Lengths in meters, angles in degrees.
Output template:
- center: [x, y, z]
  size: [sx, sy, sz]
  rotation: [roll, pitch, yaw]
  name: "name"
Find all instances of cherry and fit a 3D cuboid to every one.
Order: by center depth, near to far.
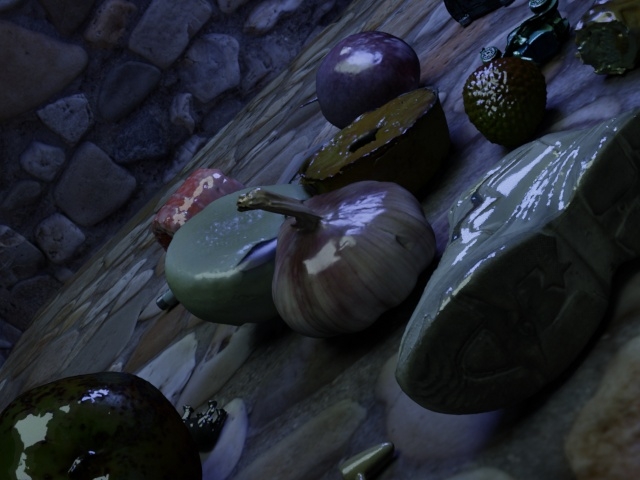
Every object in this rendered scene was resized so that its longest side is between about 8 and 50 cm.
- center: [0.094, -0.323, 1.427]
  size: [0.266, 0.183, 0.213]
  rotation: [8, 64, 48]
  name: "cherry"

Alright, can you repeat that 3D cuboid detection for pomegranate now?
- center: [-0.297, 0.329, 0.931]
  size: [0.285, 0.284, 0.341]
  rotation: [-60, -3, -32]
  name: "pomegranate"

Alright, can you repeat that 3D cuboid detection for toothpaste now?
- center: [-0.294, 0.088, 1.653]
  size: [0.239, 0.039, 0.062]
  rotation: [-37, 15, 21]
  name: "toothpaste"

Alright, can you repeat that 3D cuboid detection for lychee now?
- center: [0.249, -0.191, 0.953]
  size: [0.114, 0.114, 0.147]
  rotation: [-33, 38, 34]
  name: "lychee"

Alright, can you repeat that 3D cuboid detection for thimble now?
- center: [-0.206, -0.020, 1.390]
  size: [0.162, 0.239, 0.239]
  rotation: [-52, 20, -21]
  name: "thimble"

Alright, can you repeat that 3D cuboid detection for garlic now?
- center: [0.000, 0.000, 0.911]
  size: [0.245, 0.253, 0.245]
  rotation: [-40, 29, 28]
  name: "garlic"

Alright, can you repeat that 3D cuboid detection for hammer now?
- center: [0.054, 0.262, 0.630]
  size: [0.060, 0.028, 0.195]
  rotation: [-34, 25, 14]
  name: "hammer"

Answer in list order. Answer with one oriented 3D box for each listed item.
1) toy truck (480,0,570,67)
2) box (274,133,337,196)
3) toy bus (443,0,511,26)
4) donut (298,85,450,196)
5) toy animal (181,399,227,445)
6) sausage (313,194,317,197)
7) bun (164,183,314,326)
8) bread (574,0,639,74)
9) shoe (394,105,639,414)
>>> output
- center: [0.322, -0.295, 1.068]
  size: [0.154, 0.080, 0.078]
  rotation: [-47, 41, 0]
  name: "toy truck"
- center: [-0.004, -0.136, 1.439]
  size: [0.233, 0.067, 0.150]
  rotation: [-16, 34, 54]
  name: "box"
- center: [0.341, -0.518, 1.446]
  size: [0.089, 0.081, 0.195]
  rotation: [-45, 17, -25]
  name: "toy bus"
- center: [0.096, -0.138, 1.147]
  size: [0.272, 0.107, 0.272]
  rotation: [-30, 20, 12]
  name: "donut"
- center: [-0.197, 0.284, 1.061]
  size: [0.135, 0.047, 0.065]
  rotation: [-21, 40, 41]
  name: "toy animal"
- center: [0.006, -0.060, 1.293]
  size: [0.183, 0.054, 0.062]
  rotation: [-13, 67, 54]
  name: "sausage"
- center: [-0.108, 0.041, 1.166]
  size: [0.283, 0.179, 0.283]
  rotation: [-15, 34, 11]
  name: "bun"
- center: [0.423, -0.332, 0.907]
  size: [0.087, 0.098, 0.269]
  rotation: [28, 71, 26]
  name: "bread"
- center: [0.182, 0.016, 0.690]
  size: [0.342, 0.132, 0.210]
  rotation: [-47, 15, -11]
  name: "shoe"
